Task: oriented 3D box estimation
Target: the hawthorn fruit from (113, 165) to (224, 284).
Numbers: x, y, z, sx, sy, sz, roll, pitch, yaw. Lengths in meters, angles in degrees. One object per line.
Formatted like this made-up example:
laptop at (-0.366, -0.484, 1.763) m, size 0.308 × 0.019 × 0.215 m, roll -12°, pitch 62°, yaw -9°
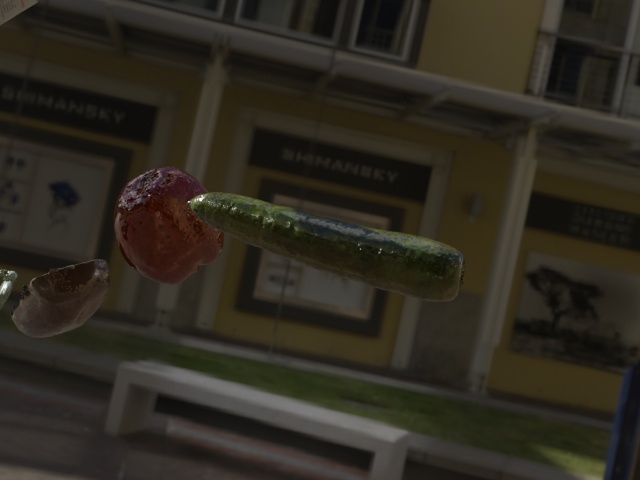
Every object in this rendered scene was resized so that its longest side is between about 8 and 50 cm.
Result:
hawthorn fruit at (-0.240, -0.027, 1.707) m, size 0.189 × 0.189 × 0.189 m, roll 12°, pitch -1°, yaw 0°

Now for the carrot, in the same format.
carrot at (0.000, 0.000, 1.297) m, size 0.358 × 0.074 × 0.074 m, roll 16°, pitch 0°, yaw 15°

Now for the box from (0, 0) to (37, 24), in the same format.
box at (-0.672, -0.425, 1.853) m, size 0.200 × 0.299 × 0.106 m, roll 39°, pitch -26°, yaw 21°

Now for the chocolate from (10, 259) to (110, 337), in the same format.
chocolate at (-0.458, 0.120, 1.929) m, size 0.161 × 0.083 × 0.261 m, roll -18°, pitch -13°, yaw -28°

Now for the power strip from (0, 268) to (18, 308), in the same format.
power strip at (-0.573, 0.088, 1.931) m, size 0.035 × 0.083 × 0.055 m, roll 32°, pitch -34°, yaw -21°
